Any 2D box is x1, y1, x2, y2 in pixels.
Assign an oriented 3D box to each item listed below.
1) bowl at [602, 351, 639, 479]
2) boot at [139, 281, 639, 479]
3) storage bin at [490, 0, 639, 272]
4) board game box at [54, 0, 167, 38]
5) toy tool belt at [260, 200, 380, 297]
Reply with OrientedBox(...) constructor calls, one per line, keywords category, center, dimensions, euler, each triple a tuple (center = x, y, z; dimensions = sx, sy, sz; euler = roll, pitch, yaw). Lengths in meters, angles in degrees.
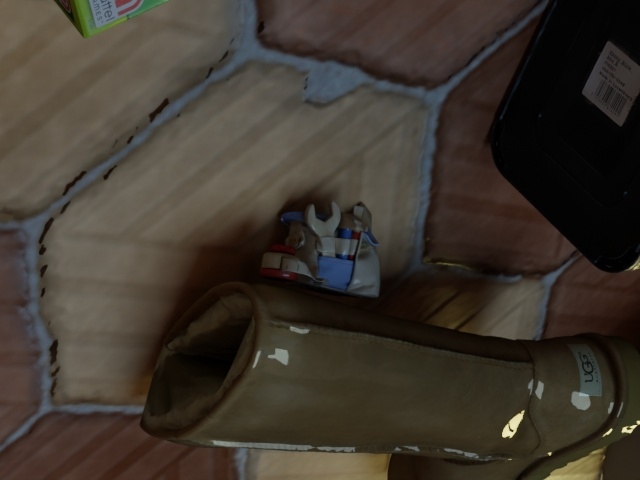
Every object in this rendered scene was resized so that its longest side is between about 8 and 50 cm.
OrientedBox(category="bowl", center=(0.317, 0.134, 1.078), dimensions=(0.297, 0.134, 0.298), euler=(-23, 141, -21))
OrientedBox(category="boot", center=(0.020, 0.102, 0.826), dimensions=(0.269, 0.089, 0.236), euler=(8, 143, -32))
OrientedBox(category="storage bin", center=(0.181, -0.085, 0.741), dimensions=(0.084, 0.122, 0.180), euler=(-5, 131, -39))
OrientedBox(category="board game box", center=(-0.028, -0.159, 0.548), dimensions=(0.181, 0.043, 0.092), euler=(-28, 141, -16))
OrientedBox(category="toy tool belt", center=(0.000, 0.000, 0.743), dimensions=(0.083, 0.052, 0.051), euler=(16, 78, -52))
